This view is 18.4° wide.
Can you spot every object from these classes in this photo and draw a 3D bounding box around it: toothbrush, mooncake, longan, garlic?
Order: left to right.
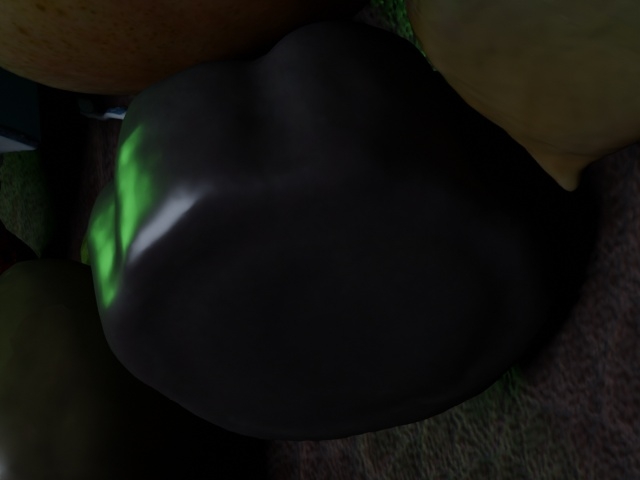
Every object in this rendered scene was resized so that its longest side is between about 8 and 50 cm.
[{"bbox_3d":[-0.202,0.154,1.460,0.300,0.243,0.300,-9,78,46],"label":"longan"},{"bbox_3d":[-0.155,-0.096,1.536,0.162,0.014,0.017,20,135,59],"label":"toothbrush"},{"bbox_3d":[0.000,0.000,1.039,0.245,0.245,0.133,113,150,-47],"label":"mooncake"},{"bbox_3d":[0.172,-0.114,0.810,0.338,0.151,0.196,1,127,55],"label":"garlic"}]

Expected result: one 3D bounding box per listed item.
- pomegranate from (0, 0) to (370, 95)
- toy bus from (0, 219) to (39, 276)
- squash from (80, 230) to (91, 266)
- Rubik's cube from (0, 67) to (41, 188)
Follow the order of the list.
[{"bbox_3d":[-0.095,-0.221,1.048,0.319,0.319,0.319,30,125,56],"label":"pomegranate"},{"bbox_3d":[-0.286,0.057,1.752,0.081,0.089,0.195,59,147,36],"label":"toy bus"},{"bbox_3d":[-0.123,-0.021,1.438,0.239,0.069,0.069,-46,58,58],"label":"squash"},{"bbox_3d":[-0.423,-0.153,1.592,0.368,0.387,0.358,-3,69,52],"label":"Rubik's cube"}]
